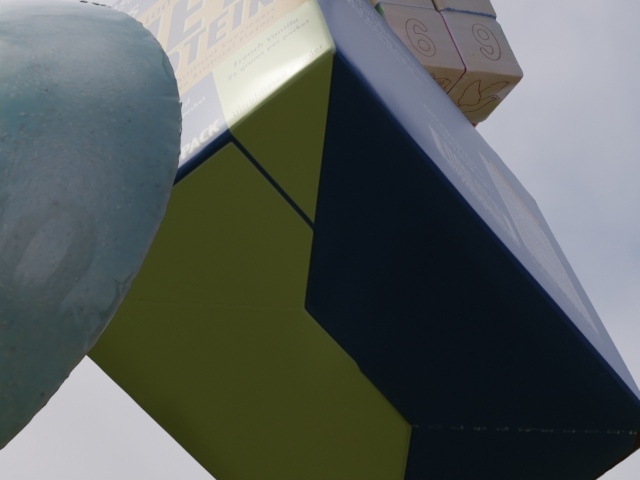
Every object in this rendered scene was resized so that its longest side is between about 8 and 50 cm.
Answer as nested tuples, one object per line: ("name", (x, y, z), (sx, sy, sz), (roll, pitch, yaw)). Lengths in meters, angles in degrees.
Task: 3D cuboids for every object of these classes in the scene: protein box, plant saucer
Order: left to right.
("plant saucer", (-0.127, -0.002, 0.511), (0.195, 0.195, 0.037), (-1, -38, 38))
("protein box", (0.000, 0.000, 0.756), (0.136, 0.201, 0.200), (-38, -65, 10))

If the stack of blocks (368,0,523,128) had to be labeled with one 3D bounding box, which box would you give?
("stack of blocks", (0.011, -0.187, 1.131), (0.087, 0.297, 0.171), (3, -37, -35))
